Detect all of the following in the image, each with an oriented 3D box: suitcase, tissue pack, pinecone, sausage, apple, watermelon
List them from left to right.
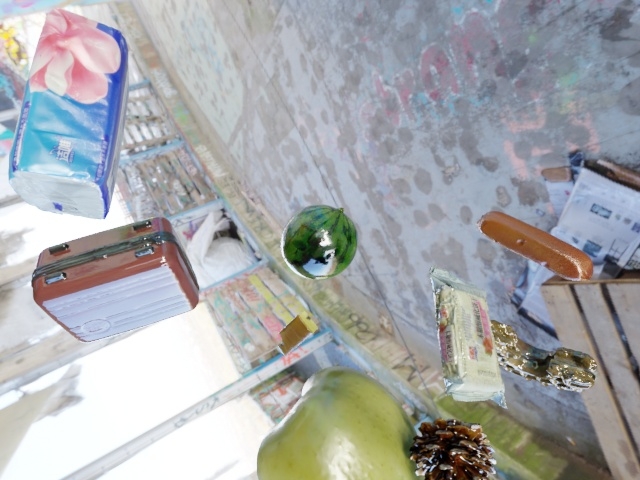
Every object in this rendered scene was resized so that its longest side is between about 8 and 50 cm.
[{"bbox_3d":[-0.399,-0.188,0.663,0.209,0.137,0.269,152,121,-64],"label":"tissue pack"},{"bbox_3d":[-0.442,0.090,0.912,0.236,0.297,0.161,85,163,-49],"label":"suitcase"},{"bbox_3d":[-0.003,0.004,1.253,0.242,0.242,0.242,47,151,36],"label":"watermelon"},{"bbox_3d":[0.070,0.480,0.896,0.360,0.320,0.311,45,174,4],"label":"apple"},{"bbox_3d":[0.253,0.428,0.777,0.173,0.174,0.173,47,151,36],"label":"pinecone"},{"bbox_3d":[0.632,0.008,1.208,0.348,0.097,0.094,32,138,31],"label":"sausage"}]

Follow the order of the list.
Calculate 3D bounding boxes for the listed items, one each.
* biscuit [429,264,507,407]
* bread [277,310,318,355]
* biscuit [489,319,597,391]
[{"bbox_3d":[0.335,0.219,0.946,0.079,0.186,0.309,-34,44,48],"label":"biscuit"},{"bbox_3d":[-0.096,0.342,1.483,0.088,0.049,0.226,49,134,7],"label":"bread"},{"bbox_3d":[0.711,0.395,1.377,0.366,0.115,0.268,23,161,20],"label":"biscuit"}]
